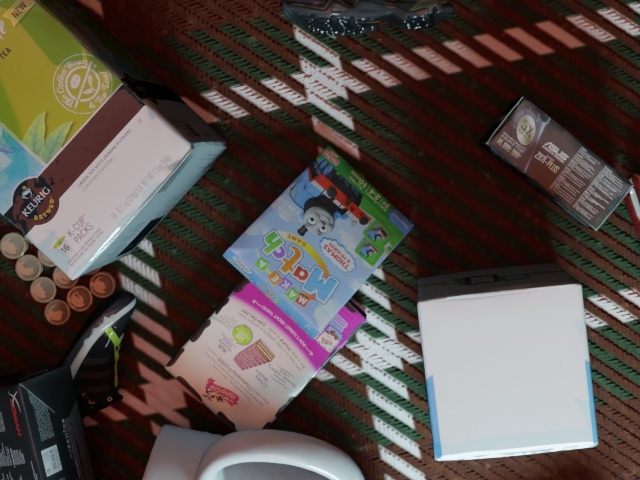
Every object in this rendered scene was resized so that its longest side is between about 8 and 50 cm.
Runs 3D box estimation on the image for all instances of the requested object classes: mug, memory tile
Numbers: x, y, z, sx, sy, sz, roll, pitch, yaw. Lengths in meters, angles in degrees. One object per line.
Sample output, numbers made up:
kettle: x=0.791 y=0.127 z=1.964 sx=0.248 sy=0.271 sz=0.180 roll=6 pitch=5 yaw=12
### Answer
mug: x=-0.066 y=0.371 z=1.749 sx=0.328 sy=0.276 sz=0.374 roll=13 pitch=132 yaw=0
memory tile: x=-0.357 y=0.033 z=1.901 sx=0.113 sy=0.012 sz=0.148 roll=-32 pitch=91 yaw=4

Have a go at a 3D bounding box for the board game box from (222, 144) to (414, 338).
board game box: x=0.000 y=0.000 z=1.818 sx=0.160 sy=0.039 sz=0.211 roll=43 pitch=64 yaw=-1

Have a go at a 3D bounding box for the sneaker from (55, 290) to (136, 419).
sneaker: x=-0.301 y=0.175 z=1.883 sx=0.097 sy=0.084 sz=0.234 roll=33 pitch=101 yaw=-12

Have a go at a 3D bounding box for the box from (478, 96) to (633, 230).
box: x=0.300 y=-0.100 z=1.794 sx=0.180 sy=0.147 sz=0.077 roll=39 pitch=95 yaw=0

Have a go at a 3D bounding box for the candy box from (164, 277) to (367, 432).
candy box: x=-0.072 y=0.134 z=1.865 sx=0.159 sy=0.071 sz=0.233 roll=43 pitch=94 yaw=-1

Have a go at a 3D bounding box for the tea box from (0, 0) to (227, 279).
tea box: x=-0.319 y=-0.148 z=1.728 sx=0.323 sy=0.329 sz=0.220 roll=42 pitch=95 yaw=-1

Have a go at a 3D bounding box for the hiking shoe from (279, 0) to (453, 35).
hiking shoe: x=0.059 y=-0.336 z=1.832 sx=0.227 sy=0.086 sz=0.114 roll=-2 pitch=80 yaw=-3

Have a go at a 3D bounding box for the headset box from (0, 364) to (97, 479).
headset box: x=-0.450 y=0.296 z=1.834 sx=0.293 sy=0.110 sz=0.218 roll=-12 pitch=93 yaw=28

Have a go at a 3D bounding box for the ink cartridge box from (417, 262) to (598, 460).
ink cartridge box: x=0.228 y=0.145 z=1.752 sx=0.197 sy=0.270 sz=0.198 roll=-6 pitch=94 yaw=5

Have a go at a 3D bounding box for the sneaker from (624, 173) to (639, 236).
sneaker: x=0.488 y=-0.003 z=1.824 sx=0.128 sy=0.087 sz=0.221 roll=-22 pitch=110 yaw=-10
